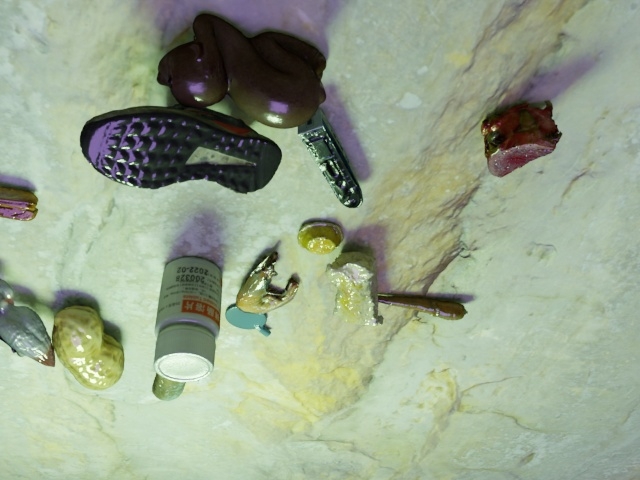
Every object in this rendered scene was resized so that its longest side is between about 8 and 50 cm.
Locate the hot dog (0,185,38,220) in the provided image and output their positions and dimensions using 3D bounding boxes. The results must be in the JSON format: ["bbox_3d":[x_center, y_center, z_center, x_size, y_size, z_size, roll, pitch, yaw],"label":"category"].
[{"bbox_3d":[-0.638,-0.078,1.238,0.165,0.045,0.071,11,141,-15],"label":"hot dog"}]

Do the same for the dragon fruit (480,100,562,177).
[{"bbox_3d":[0.332,-0.185,1.112,0.096,0.102,0.147,26,138,-27],"label":"dragon fruit"}]

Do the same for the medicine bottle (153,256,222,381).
[{"bbox_3d":[-0.291,0.171,1.397,0.144,0.252,0.144,0,140,0],"label":"medicine bottle"}]

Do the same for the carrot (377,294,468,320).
[{"bbox_3d":[0.243,0.160,1.574,0.254,0.049,0.049,11,139,-9],"label":"carrot"}]

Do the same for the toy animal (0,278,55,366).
[{"bbox_3d":[-0.716,0.199,1.499,0.195,0.090,0.324,29,141,12],"label":"toy animal"}]

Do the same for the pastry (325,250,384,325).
[{"bbox_3d":[0.076,0.110,1.466,0.121,0.089,0.258,-4,140,8],"label":"pastry"}]

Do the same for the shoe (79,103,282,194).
[{"bbox_3d":[-0.233,-0.175,1.035,0.336,0.171,0.132,3,124,-42],"label":"shoe"}]

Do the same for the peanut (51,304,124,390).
[{"bbox_3d":[-0.588,0.272,1.612,0.147,0.147,0.306,-9,136,8],"label":"peanut"}]

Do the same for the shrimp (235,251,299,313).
[{"bbox_3d":[-0.116,0.103,1.489,0.143,0.052,0.251,0,148,-21],"label":"shrimp"}]

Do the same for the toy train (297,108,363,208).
[{"bbox_3d":[0.026,-0.143,1.183,0.052,0.051,0.234,-16,142,17],"label":"toy train"}]

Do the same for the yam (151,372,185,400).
[{"bbox_3d":[-0.403,0.348,1.739,0.093,0.093,0.259,9,139,-14],"label":"yam"}]

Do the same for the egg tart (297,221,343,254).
[{"bbox_3d":[0.000,0.000,1.368,0.105,0.039,0.105,-2,139,-2],"label":"egg tart"}]

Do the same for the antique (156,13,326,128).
[{"bbox_3d":[-0.119,-0.247,0.980,0.256,0.143,0.121,12,141,-13],"label":"antique"}]

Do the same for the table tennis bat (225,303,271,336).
[{"bbox_3d":[-0.178,0.205,1.629,0.100,0.019,0.155,-24,134,24],"label":"table tennis bat"}]
